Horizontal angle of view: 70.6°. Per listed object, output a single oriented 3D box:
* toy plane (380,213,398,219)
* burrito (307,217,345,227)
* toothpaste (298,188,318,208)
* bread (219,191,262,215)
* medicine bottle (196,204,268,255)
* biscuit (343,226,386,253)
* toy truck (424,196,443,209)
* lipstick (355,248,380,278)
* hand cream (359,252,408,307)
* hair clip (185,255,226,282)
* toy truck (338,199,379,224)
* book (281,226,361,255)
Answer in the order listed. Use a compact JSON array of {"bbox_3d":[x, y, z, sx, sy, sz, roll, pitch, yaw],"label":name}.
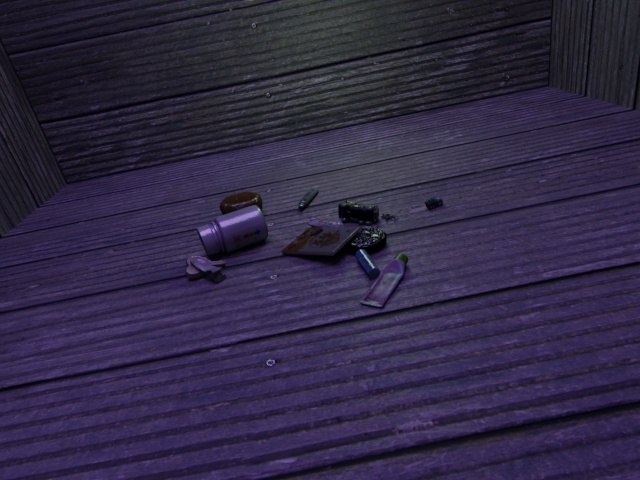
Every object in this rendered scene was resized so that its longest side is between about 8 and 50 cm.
[{"bbox_3d":[0.310,-0.110,2.057,0.084,0.024,0.077,14,19,41],"label":"toy plane"},{"bbox_3d":[0.030,-0.065,2.047,0.203,0.064,0.064,13,36,42],"label":"burrito"},{"bbox_3d":[-0.070,-0.225,2.415,0.067,0.037,0.255,-8,24,20],"label":"toothpaste"},{"bbox_3d":[-0.407,-0.171,2.354,0.229,0.123,0.230,-8,22,3],"label":"bread"},{"bbox_3d":[-0.395,-0.041,2.046,0.292,0.170,0.170,-21,28,-18],"label":"medicine bottle"},{"bbox_3d":[0.179,-0.003,1.871,0.194,0.053,0.194,-8,27,4],"label":"biscuit"},{"bbox_3d":[0.521,-0.174,2.074,0.083,0.044,0.039,-18,31,-12],"label":"toy truck"},{"bbox_3d":[0.177,0.088,1.704,0.048,0.048,0.158,-16,28,-7],"label":"lipstick"},{"bbox_3d":[0.237,0.141,1.592,0.079,0.050,0.275,-21,20,45],"label":"hand cream"},{"bbox_3d":[-0.477,0.111,1.899,0.218,0.071,0.159,20,35,37],"label":"hair clip"},{"bbox_3d":[0.186,-0.136,2.092,0.191,0.085,0.116,10,25,31],"label":"toy truck"},{"bbox_3d":[0.000,0.000,1.909,0.295,0.020,0.208,0,31,42],"label":"book"}]
